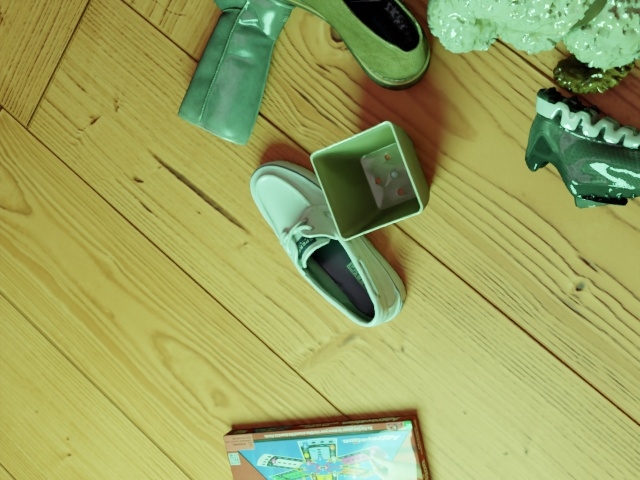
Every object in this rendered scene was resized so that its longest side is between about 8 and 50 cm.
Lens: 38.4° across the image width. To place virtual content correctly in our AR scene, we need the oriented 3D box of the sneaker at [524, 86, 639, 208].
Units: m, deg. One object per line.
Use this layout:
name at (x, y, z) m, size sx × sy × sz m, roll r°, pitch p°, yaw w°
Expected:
sneaker at (0.321, -0.072, 0.978) m, size 0.234 × 0.078 × 0.106 m, roll 29°, pitch 113°, yaw 22°

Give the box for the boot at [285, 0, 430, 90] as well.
boot at (0.011, -0.306, 1.042) m, size 0.112 × 0.115 × 0.305 m, roll -45°, pitch 81°, yaw -1°

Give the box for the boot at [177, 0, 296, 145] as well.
boot at (-0.134, -0.251, 1.167) m, size 0.189 × 0.076 × 0.209 m, roll 34°, pitch 118°, yaw 16°

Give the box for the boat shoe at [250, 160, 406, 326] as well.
boat shoe at (0.000, 0.000, 1.134) m, size 0.258 × 0.084 × 0.095 m, roll 43°, pitch 114°, yaw 12°

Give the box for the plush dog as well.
plush dog at (0.256, -0.264, 0.916) m, size 0.225 × 0.211 × 0.262 m, roll 15°, pitch 120°, yaw -14°

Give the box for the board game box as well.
board game box at (0.009, 0.314, 1.219) m, size 0.281 × 0.027 × 0.145 m, roll -11°, pitch 96°, yaw 26°

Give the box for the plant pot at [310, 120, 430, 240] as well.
plant pot at (0.071, -0.074, 1.081) m, size 0.109 × 0.096 × 0.109 m, roll -21°, pitch 90°, yaw 28°
